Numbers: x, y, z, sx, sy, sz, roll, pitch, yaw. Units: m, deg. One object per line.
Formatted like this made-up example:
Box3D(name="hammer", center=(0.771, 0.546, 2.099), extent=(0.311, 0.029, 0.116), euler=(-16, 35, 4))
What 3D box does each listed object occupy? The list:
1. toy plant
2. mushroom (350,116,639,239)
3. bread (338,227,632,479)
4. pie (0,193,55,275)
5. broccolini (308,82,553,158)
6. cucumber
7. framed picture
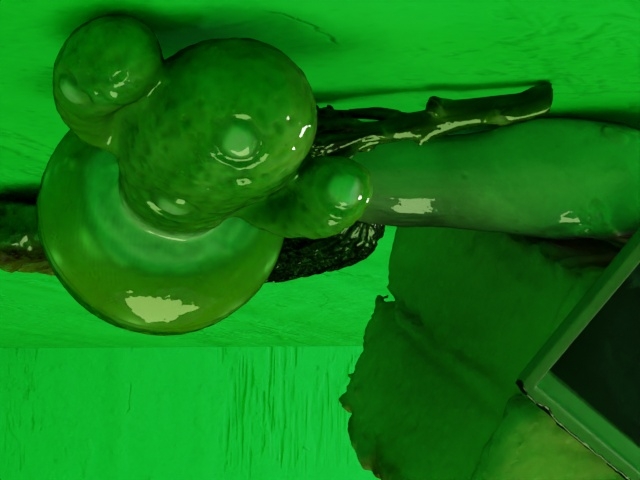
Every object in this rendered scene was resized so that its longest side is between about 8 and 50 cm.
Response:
Box3D(name="toy plant", center=(-0.089, -0.046, 1.233), extent=(0.224, 0.184, 0.316), euler=(26, 160, -5))
Box3D(name="mushroom", center=(0.133, -0.048, 1.440), extent=(0.351, 0.097, 0.109), euler=(1, 171, 23))
Box3D(name="bread", center=(0.256, 0.134, 1.590), extent=(0.390, 0.279, 0.371), euler=(15, -167, -27))
Box3D(name="pie", center=(-0.235, -0.002, 1.894), extent=(0.277, 0.078, 0.277), euler=(1, 174, 0))
Box3D(name="broccolini", center=(0.070, -0.089, 1.329), extent=(0.216, 0.067, 0.058), euler=(-10, 173, 16))
Box3D(name="cucumber", center=(0.001, 0.000, 1.883), extent=(0.077, 0.077, 0.265), euler=(5, 173, -27))
Box3D(name="framed picture", center=(0.298, 0.113, 1.391), extent=(0.265, 0.192, 0.018), euler=(39, -179, -24))
